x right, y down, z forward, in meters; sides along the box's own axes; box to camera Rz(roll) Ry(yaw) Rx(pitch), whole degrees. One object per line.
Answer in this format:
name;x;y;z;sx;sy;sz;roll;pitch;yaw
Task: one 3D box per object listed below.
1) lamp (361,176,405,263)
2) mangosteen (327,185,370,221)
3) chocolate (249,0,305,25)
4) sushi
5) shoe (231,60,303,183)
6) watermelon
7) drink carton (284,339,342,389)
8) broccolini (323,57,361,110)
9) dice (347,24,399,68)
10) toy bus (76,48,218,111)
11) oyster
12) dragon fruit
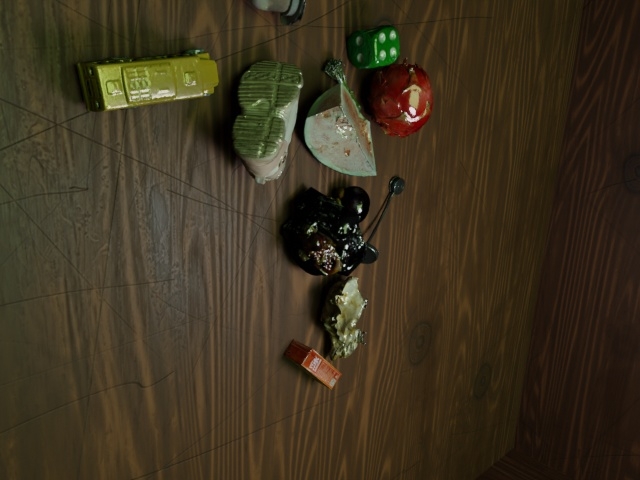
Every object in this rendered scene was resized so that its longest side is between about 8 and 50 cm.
lamp;0.246;-0.072;2.000;0.371;0.109;0.130;-51;135;-22
mangosteen;0.094;-0.123;1.838;0.152;0.137;0.137;12;94;-11
chocolate;-0.131;-0.682;1.427;0.147;0.221;0.221;-11;113;-12
sushi;0.000;0.000;1.738;0.212;0.215;0.227;-43;149;-21
shoe;-0.156;-0.335;1.505;0.198;0.172;0.350;96;9;-65
watermelon;0.077;-0.332;1.706;0.224;0.180;0.305;-44;132;-7
drink carton;-0.024;0.442;1.901;0.071;0.096;0.223;-55;133;-17
broccolini;0.080;-0.512;1.759;0.067;0.058;0.216;-34;142;11
dice;0.173;-0.629;1.743;0.128;0.131;0.120;-27;119;-36
toy bus;-0.389;-0.384;1.274;0.336;0.123;0.121;-22;117;-38
oyster;0.088;0.287;1.940;0.198;0.133;0.336;-28;123;-38
dragon fruit;0.272;-0.478;1.822;0.241;0.241;0.252;19;83;-46
